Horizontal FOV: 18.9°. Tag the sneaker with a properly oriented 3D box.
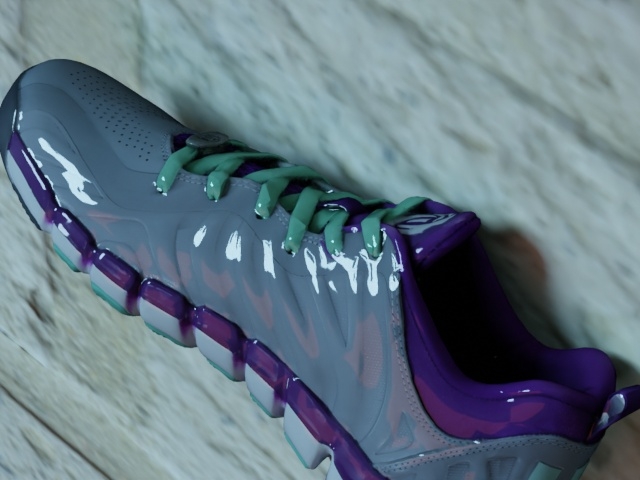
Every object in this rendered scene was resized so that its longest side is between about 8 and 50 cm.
[{"bbox_3d":[0.000,0.000,0.592,0.223,0.083,0.098,42,125,11],"label":"sneaker"}]
